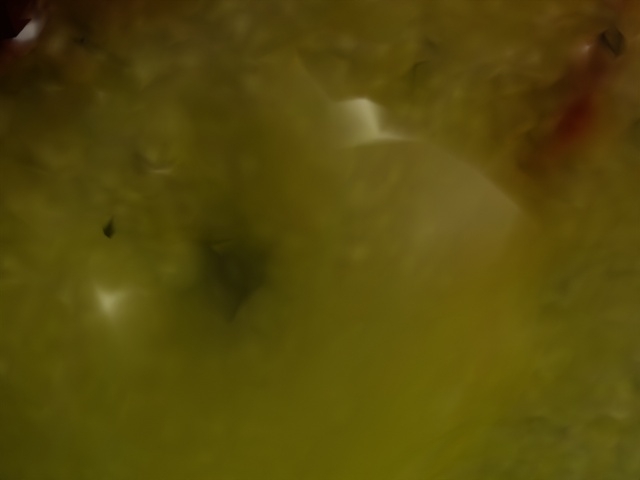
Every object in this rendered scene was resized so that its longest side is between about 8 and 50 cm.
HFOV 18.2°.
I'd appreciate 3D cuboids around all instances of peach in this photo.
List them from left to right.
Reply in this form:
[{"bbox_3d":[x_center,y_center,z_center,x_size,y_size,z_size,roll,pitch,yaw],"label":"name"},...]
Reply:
[{"bbox_3d":[0.000,0.000,0.446,0.281,0.281,0.338,35,67,-65],"label":"peach"}]
